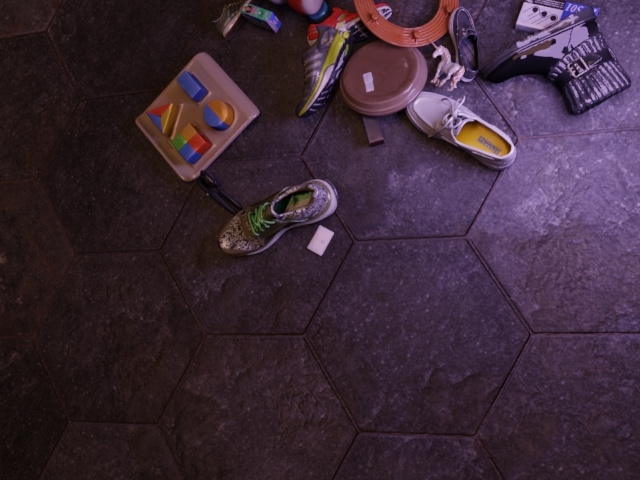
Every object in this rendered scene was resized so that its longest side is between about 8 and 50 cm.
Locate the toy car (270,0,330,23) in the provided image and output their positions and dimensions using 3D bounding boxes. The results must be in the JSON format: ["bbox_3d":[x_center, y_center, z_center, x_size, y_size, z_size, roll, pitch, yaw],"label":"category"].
[{"bbox_3d":[-0.099,-0.830,1.785,0.238,0.219,0.210,13,87,21],"label":"toy car"}]

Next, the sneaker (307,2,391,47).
[{"bbox_3d":[0.084,-0.695,1.779,0.279,0.107,0.118,-20,72,10],"label":"sneaker"}]

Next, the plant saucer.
[{"bbox_3d":[0.187,-0.509,1.726,0.278,0.041,0.277,-7,68,16],"label":"plant saucer"}]

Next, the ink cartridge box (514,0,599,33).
[{"bbox_3d":[0.688,-0.646,1.646,0.207,0.046,0.097,20,90,15],"label":"ink cartridge box"}]

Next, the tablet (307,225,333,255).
[{"bbox_3d":[0.000,0.000,1.766,0.054,0.006,0.083,29,92,15],"label":"tablet"}]

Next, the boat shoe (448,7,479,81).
[{"bbox_3d":[0.435,-0.593,1.676,0.080,0.076,0.228,0,84,-12],"label":"boat shoe"}]

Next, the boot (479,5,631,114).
[{"bbox_3d":[0.656,-0.463,1.591,0.348,0.131,0.260,-23,93,26],"label":"boot"}]

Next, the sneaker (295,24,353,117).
[{"bbox_3d":[-0.011,-0.526,1.754,0.121,0.111,0.299,33,109,13],"label":"sneaker"}]

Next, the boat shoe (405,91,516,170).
[{"bbox_3d":[0.398,-0.332,1.625,0.367,0.156,0.135,39,94,15],"label":"boat shoe"}]

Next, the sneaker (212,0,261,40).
[{"bbox_3d":[-0.289,-0.778,1.900,0.086,0.064,0.192,43,98,10],"label":"sneaker"}]

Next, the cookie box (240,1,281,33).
[{"bbox_3d":[-0.196,-0.735,1.859,0.107,0.092,0.040,25,93,16],"label":"cookie box"}]

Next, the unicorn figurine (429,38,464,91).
[{"bbox_3d":[0.373,-0.516,1.688,0.162,0.060,0.111,39,109,35],"label":"unicorn figurine"}]

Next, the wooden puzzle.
[{"bbox_3d":[-0.427,-0.422,1.887,0.348,0.080,0.322,-43,75,6],"label":"wooden puzzle"}]

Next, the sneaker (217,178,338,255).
[{"bbox_3d":[-0.153,-0.084,1.723,0.410,0.182,0.158,-28,78,10],"label":"sneaker"}]

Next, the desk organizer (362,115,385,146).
[{"bbox_3d":[0.161,-0.361,1.744,0.047,0.050,0.130,-15,80,12],"label":"desk organizer"}]

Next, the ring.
[{"bbox_3d":[0.263,-0.751,1.708,0.337,0.032,0.336,1,82,-10],"label":"ring"}]

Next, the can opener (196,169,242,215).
[{"bbox_3d":[-0.335,-0.150,1.844,0.059,0.073,0.186,-43,84,-2],"label":"can opener"}]
